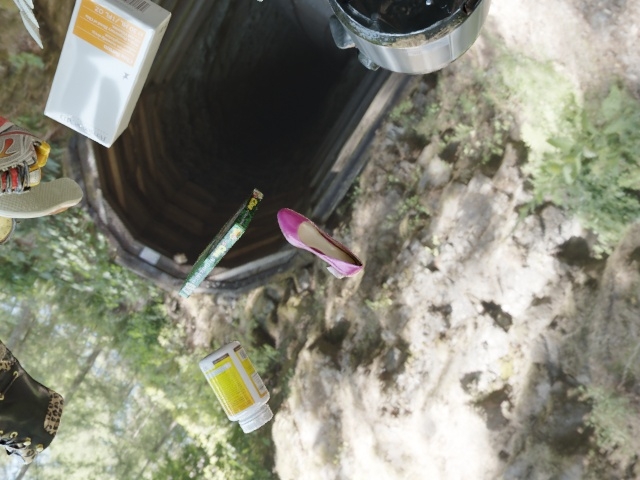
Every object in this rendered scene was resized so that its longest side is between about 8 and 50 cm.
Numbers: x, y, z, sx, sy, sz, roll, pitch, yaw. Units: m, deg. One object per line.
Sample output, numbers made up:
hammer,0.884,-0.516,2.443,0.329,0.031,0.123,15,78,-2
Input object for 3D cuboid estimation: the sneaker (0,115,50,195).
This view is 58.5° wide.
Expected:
sneaker,-0.431,-0.102,0.773,0.092,0.088,0.225,22,-152,-18

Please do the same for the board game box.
board game box,-0.216,0.009,1.230,0.030,0.259,0.136,34,-142,-15

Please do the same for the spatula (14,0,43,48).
spatula,-0.689,-0.564,1.266,0.242,0.019,0.168,54,159,7

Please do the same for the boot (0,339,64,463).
boot,-0.777,0.452,1.335,0.284,0.138,0.378,63,-153,-44

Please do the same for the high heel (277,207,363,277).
high heel,0.000,0.000,1.404,0.244,0.082,0.117,48,152,-6

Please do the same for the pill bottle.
pill bottle,-0.208,0.370,1.444,0.215,0.117,0.117,60,-163,3

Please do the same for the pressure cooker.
pressure cooker,0.209,-0.579,1.317,0.369,0.376,0.420,26,-171,12

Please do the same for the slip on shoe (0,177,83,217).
slip on shoe,-0.830,-0.113,1.654,0.123,0.101,0.331,56,-163,-1

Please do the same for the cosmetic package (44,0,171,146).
cosmetic package,-0.661,-0.542,1.761,0.229,0.453,0.162,27,-143,-14

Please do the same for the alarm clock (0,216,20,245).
alarm clock,-1.002,-0.054,1.718,0.064,0.129,0.192,27,164,15
